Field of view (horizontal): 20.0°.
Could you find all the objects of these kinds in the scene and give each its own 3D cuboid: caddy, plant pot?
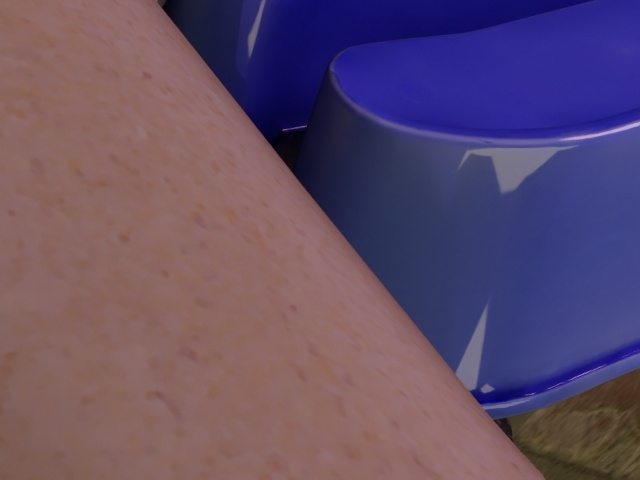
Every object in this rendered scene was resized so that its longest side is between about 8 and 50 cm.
[{"bbox_3d":[0.077,-0.049,0.788,0.341,0.241,0.179,-17,135,-30],"label":"caddy"},{"bbox_3d":[-0.117,0.045,0.437,0.334,0.305,0.334,-37,155,-21],"label":"plant pot"}]

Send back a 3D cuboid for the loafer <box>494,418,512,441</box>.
[{"bbox_3d":[0.057,0.204,1.224,0.223,0.078,0.076,-49,147,15],"label":"loafer"}]

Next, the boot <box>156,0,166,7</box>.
[{"bbox_3d":[-0.155,-0.129,0.606,0.236,0.085,0.179,-23,141,-28],"label":"boot"}]
